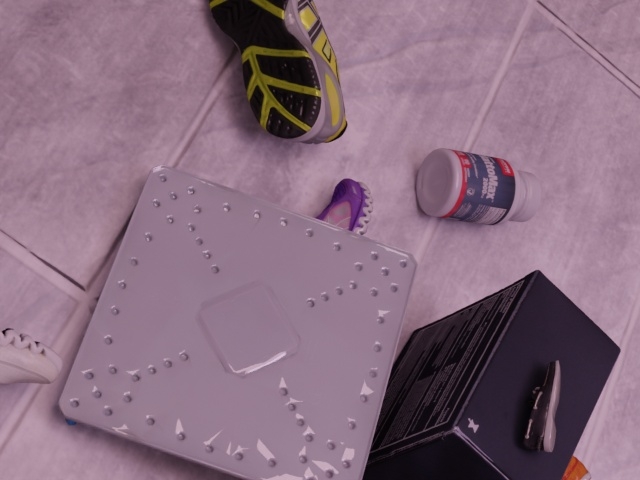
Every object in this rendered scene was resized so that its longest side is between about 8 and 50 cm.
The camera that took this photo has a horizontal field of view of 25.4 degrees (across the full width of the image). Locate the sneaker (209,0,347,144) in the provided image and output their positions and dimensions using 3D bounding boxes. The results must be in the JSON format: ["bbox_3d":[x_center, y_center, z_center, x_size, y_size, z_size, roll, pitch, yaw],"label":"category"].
[{"bbox_3d":[-0.061,-0.309,2.123,0.147,0.145,0.384,24,50,-60],"label":"sneaker"}]

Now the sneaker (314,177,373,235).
[{"bbox_3d":[0.000,0.000,2.035,0.104,0.095,0.236,26,58,-12],"label":"sneaker"}]

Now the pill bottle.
[{"bbox_3d":[0.251,-0.080,2.220,0.180,0.108,0.108,7,66,-31],"label":"pill bottle"}]

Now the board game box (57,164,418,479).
[{"bbox_3d":[-0.098,0.126,1.867,0.390,0.050,0.390,19,59,-4],"label":"board game box"}]

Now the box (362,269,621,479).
[{"bbox_3d":[0.212,0.238,1.937,0.183,0.294,0.296,42,54,-11],"label":"box"}]

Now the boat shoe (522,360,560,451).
[{"bbox_3d":[0.279,0.207,1.783,0.046,0.038,0.125,63,35,-56],"label":"boat shoe"}]

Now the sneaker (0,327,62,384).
[{"bbox_3d":[-0.452,0.154,1.669,0.292,0.110,0.118,8,73,-22],"label":"sneaker"}]

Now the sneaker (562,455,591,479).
[{"bbox_3d":[0.335,0.379,2.113,0.067,0.064,0.175,45,44,8],"label":"sneaker"}]
